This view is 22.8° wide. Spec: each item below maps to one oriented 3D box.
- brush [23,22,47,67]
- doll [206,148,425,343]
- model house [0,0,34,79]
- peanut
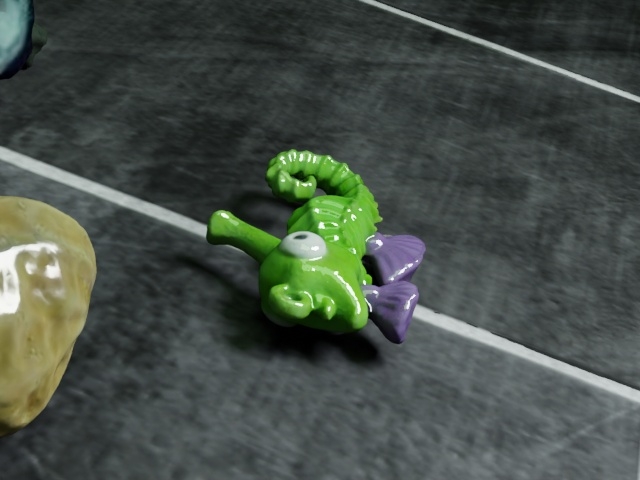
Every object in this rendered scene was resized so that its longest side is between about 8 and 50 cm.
[{"bbox_3d":[-0.305,-0.198,1.027,0.323,0.051,0.070,30,29,22],"label":"brush"},{"bbox_3d":[0.000,0.000,0.846,0.115,0.050,0.190,25,24,-2],"label":"doll"},{"bbox_3d":[-0.332,-0.187,0.861,0.291,0.184,0.253,28,31,28],"label":"model house"},{"bbox_3d":[-0.159,0.044,0.618,0.083,0.093,0.194,-6,19,36],"label":"peanut"}]
